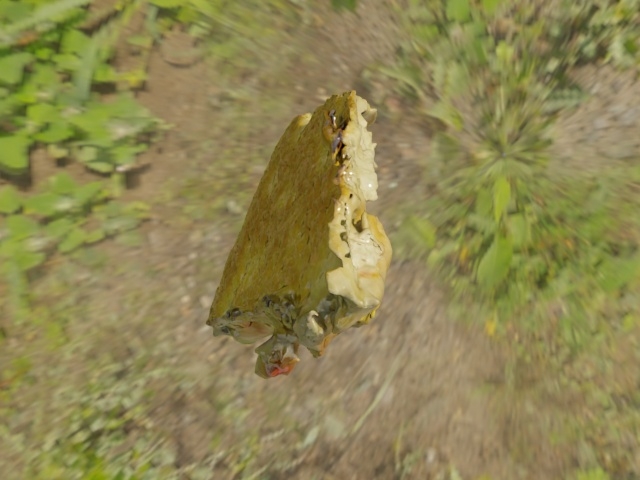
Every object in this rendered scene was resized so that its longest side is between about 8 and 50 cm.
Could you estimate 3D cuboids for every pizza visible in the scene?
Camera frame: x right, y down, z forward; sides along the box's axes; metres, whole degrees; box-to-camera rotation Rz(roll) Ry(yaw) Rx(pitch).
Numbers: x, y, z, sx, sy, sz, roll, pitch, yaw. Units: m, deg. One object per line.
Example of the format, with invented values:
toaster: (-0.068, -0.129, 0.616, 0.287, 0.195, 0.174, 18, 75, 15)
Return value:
pizza: (-0.001, 0.000, 1.158, 0.071, 0.297, 0.189, 22, 84, -10)
